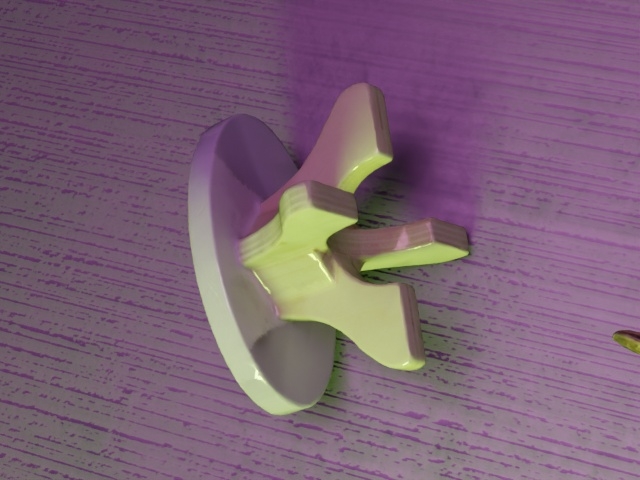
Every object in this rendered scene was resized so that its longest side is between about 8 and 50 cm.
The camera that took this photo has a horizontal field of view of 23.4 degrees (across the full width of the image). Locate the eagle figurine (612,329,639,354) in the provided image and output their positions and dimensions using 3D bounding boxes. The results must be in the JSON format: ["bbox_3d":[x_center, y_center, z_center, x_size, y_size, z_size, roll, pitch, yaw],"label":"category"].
[{"bbox_3d":[0.413,0.035,1.231,0.226,0.225,0.298,47,59,-15],"label":"eagle figurine"}]

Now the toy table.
[{"bbox_3d":[0.000,0.000,1.350,0.160,0.252,0.274,-20,81,31],"label":"toy table"}]
